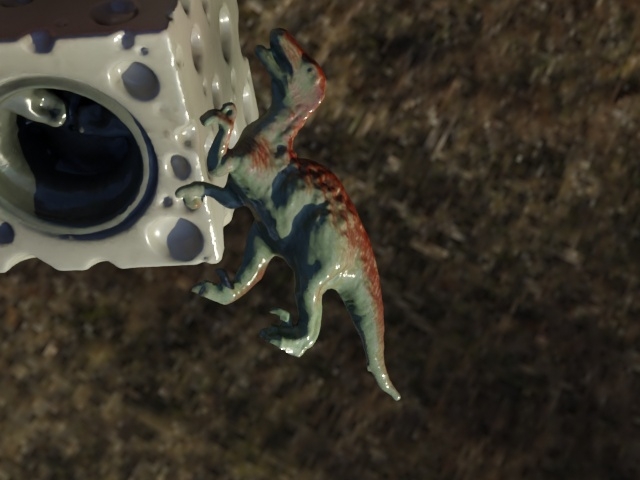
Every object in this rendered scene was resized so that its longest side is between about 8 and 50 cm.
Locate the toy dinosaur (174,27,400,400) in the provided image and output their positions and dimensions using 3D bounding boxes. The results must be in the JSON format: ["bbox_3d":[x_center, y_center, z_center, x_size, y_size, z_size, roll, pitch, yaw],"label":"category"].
[{"bbox_3d":[0.000,0.000,1.153,0.242,0.167,0.053,43,180,-14],"label":"toy dinosaur"}]

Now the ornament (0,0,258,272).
[{"bbox_3d":[-0.204,-0.136,1.539,0.240,0.240,0.239,-2,126,10],"label":"ornament"}]
